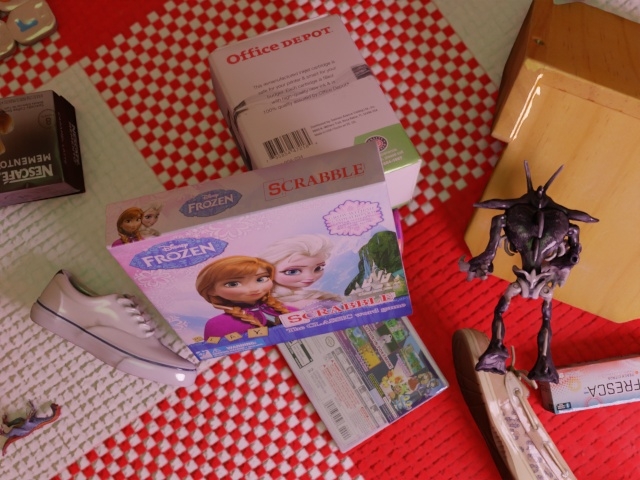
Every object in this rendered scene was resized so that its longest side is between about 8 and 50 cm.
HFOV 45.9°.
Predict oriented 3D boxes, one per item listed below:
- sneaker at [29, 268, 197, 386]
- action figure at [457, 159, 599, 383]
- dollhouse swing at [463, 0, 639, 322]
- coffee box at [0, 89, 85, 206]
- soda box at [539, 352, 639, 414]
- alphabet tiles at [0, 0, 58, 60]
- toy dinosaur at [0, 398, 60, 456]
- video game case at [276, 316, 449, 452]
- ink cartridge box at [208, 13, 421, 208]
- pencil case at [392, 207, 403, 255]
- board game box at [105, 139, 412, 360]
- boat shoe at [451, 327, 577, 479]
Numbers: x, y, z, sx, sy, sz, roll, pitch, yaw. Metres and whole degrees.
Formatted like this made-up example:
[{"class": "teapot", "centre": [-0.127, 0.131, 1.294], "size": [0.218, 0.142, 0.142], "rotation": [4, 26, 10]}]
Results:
[{"class": "sneaker", "centre": [-0.284, 0.122, 1.067], "size": [0.258, 0.094, 0.091], "rotation": [25, 89, 4]}, {"class": "action figure", "centre": [0.265, 0.041, 0.995], "size": [0.164, 0.141, 0.276], "rotation": [10, 82, -1]}, {"class": "dollhouse swing", "centre": [0.407, -0.117, 1.109], "size": [0.346, 0.305, 0.315], "rotation": [20, 43, 3]}, {"class": "coffee box", "centre": [-0.482, -0.120, 1.092], "size": [0.246, 0.098, 0.141], "rotation": [-9, 84, -1]}, {"class": "soda box", "centre": [0.408, 0.200, 1.073], "size": [0.183, 0.058, 0.063], "rotation": [-9, 84, 0]}, {"class": "alphabet tiles", "centre": [-0.525, -0.414, 1.165], "size": [0.278, 0.021, 0.284], "rotation": [-29, 84, -3]}, {"class": "toy dinosaur", "centre": [-0.417, 0.263, 1.091], "size": [0.082, 0.047, 0.090], "rotation": [2, 117, -8]}, {"class": "video game case", "centre": [0.056, 0.173, 1.096], "size": [0.183, 0.023, 0.201], "rotation": [-31, 83, -3]}, {"class": "ink cartridge box", "centre": [-0.014, -0.155, 1.038], "size": [0.198, 0.115, 0.273], "rotation": [-20, 65, -11]}, {"class": "pencil case", "centre": [0.000, 0.000, 1.079], "size": [0.236, 0.104, 0.104], "rotation": [-3, 84, -1]}, {"class": "board game box", "centre": [-0.056, 0.032, 0.954], "size": [0.318, 0.318, 0.066], "rotation": [-14, 56, 5]}, {"class": "boat shoe", "centre": [0.268, 0.245, 1.054], "size": [0.089, 0.104, 0.285], "rotation": [-24, 94, -7]}]
